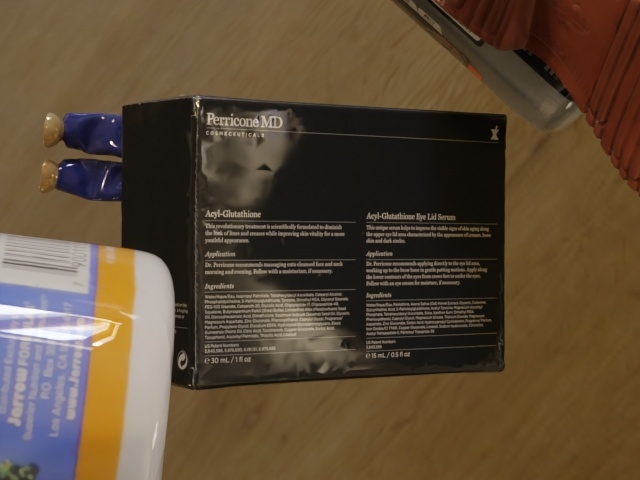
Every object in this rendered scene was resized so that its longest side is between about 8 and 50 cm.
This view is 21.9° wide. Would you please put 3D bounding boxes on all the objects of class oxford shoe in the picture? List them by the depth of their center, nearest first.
[{"bbox_3d":[0.232,-0.135,1.070,0.397,0.146,0.140,48,140,21],"label":"oxford shoe"}]

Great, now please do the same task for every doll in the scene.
[{"bbox_3d":[-0.130,-0.055,1.342,0.189,0.046,0.129,6,96,4],"label":"doll"}]

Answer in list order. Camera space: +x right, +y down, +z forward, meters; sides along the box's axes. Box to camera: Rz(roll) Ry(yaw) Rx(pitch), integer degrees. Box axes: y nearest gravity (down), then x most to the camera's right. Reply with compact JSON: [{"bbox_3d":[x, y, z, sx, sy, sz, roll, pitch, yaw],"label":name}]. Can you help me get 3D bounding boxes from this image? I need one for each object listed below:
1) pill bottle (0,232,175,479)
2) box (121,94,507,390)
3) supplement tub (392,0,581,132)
[{"bbox_3d":[-0.198,0.063,0.615,0.272,0.152,0.152,7,107,-10],"label":"pill bottle"},{"bbox_3d":[0.000,0.000,1.125,0.261,0.103,0.184,1,93,-36],"label":"box"},{"bbox_3d":[0.127,-0.263,1.301,0.338,0.207,0.207,43,108,4],"label":"supplement tub"}]
